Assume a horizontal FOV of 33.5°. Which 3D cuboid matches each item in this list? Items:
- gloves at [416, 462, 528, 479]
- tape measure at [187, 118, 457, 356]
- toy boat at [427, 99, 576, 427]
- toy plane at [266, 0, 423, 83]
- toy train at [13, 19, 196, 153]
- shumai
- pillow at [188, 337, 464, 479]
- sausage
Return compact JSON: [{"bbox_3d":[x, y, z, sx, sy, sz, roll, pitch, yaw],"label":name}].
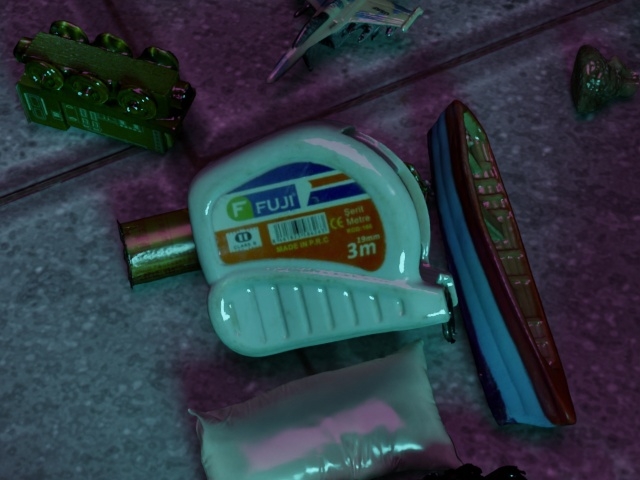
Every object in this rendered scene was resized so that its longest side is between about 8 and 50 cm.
[{"bbox_3d":[0.171,0.257,0.972,0.181,0.106,0.129,-22,55,-7],"label":"gloves"},{"bbox_3d":[0.000,0.001,1.088,0.243,0.125,0.246,-11,94,13],"label":"tape measure"},{"bbox_3d":[0.185,0.025,1.135,0.079,0.136,0.392,-24,56,23],"label":"toy boat"},{"bbox_3d":[0.014,-0.279,1.372,0.192,0.088,0.262,28,71,26],"label":"toy plane"},{"bbox_3d":[-0.257,-0.179,1.279,0.226,0.137,0.090,18,59,9],"label":"toy train"},{"bbox_3d":[0.351,-0.196,1.300,0.081,0.082,0.083,1,77,2],"label":"shumai"},{"bbox_3d":[0.008,0.195,1.038,0.254,0.078,0.144,-16,57,-10],"label":"pillow"},{"bbox_3d":[-0.042,-0.027,1.197,0.372,0.082,0.082,-13,56,-7],"label":"sausage"}]
